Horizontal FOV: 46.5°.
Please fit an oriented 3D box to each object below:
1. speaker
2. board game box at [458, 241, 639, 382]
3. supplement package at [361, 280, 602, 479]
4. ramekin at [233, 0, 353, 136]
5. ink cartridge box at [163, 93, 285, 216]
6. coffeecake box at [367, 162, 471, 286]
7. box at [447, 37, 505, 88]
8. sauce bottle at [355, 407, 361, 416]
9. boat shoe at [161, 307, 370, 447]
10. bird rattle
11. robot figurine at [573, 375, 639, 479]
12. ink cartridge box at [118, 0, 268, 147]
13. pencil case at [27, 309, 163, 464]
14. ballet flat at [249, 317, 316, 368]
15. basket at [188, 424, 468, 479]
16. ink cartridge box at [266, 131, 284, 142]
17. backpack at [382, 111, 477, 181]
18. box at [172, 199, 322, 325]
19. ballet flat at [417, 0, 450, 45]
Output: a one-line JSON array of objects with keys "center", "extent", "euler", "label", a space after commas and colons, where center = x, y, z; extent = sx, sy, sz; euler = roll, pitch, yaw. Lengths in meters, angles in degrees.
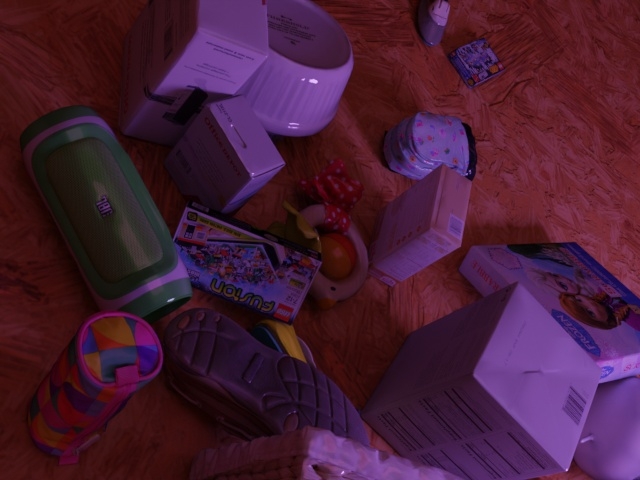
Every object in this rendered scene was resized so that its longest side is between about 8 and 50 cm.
[{"center": [-0.288, -0.029, 1.004], "extent": [0.131, 0.131, 0.296], "euler": [-24, 81, -40], "label": "speaker"}, {"center": [0.474, 0.124, 1.397], "extent": [0.318, 0.066, 0.318], "euler": [-2, 38, -36], "label": "board game box"}, {"center": [0.242, 0.234, 1.140], "extent": [0.198, 0.263, 0.199], "euler": [46, 50, -7], "label": "supplement package"}, {"center": [-0.067, -0.316, 1.270], "extent": [0.273, 0.127, 0.273], "euler": [18, 46, -20], "label": "ramekin"}, {"center": [-0.147, -0.115, 1.113], "extent": [0.072, 0.175, 0.127], "euler": [-27, 83, -40], "label": "ink cartridge box"}, {"center": [0.165, -0.023, 1.273], "extent": [0.068, 0.185, 0.142], "euler": [30, 53, -18], "label": "coffeecake box"}, {"center": [0.361, -0.411, 1.719], "extent": [0.137, 0.027, 0.094], "euler": [-32, 88, -41], "label": "box"}, {"center": [0.037, 0.311, 1.106], "extent": [0.042, 0.042, 0.128], "euler": [28, 51, -20], "label": "sauce bottle"}, {"center": [-0.077, 0.218, 1.010], "extent": [0.324, 0.116, 0.123], "euler": [38, 46, 1], "label": "boat shoe"}, {"center": [0.000, 0.000, 1.222], "extent": [0.207, 0.143, 0.253], "euler": [60, 35, -8], "label": "bird rattle"}, {"center": [0.594, 0.372, 1.354], "extent": [0.353, 0.200, 0.300], "euler": [29, 37, -20], "label": "robot figurine"}, {"center": [-0.195, -0.291, 1.111], "extent": [0.114, 0.273, 0.197], "euler": [14, 59, -33], "label": "ink cartridge box"}, {"center": [-0.263, 0.171, 0.852], "extent": [0.104, 0.236, 0.104], "euler": [18, 49, -22], "label": "pencil case"}, {"center": [-0.026, 0.215, 1.095], "extent": [0.077, 0.077, 0.231], "euler": [-11, 71, -52], "label": "ballet flat"}, {"center": [0.015, 0.403, 0.862], "extent": [0.328, 0.331, 0.266], "euler": [26, 60, -21], "label": "basket"}, {"center": [-0.147, -0.251, 1.286], "extent": [0.145, 0.045, 0.179], "euler": [3, 48, -33], "label": "ink cartridge box"}, {"center": [0.212, -0.181, 1.438], "extent": [0.182, 0.115, 0.152], "euler": [5, 66, -30], "label": "backpack"}, {"center": [-0.114, 0.034, 1.074], "extent": [0.207, 0.114, 0.036], "euler": [22, 17, -9], "label": "box"}, {"center": [0.263, -0.538, 1.691], "extent": [0.072, 0.068, 0.213], "euler": [23, 56, -23], "label": "ballet flat"}]
